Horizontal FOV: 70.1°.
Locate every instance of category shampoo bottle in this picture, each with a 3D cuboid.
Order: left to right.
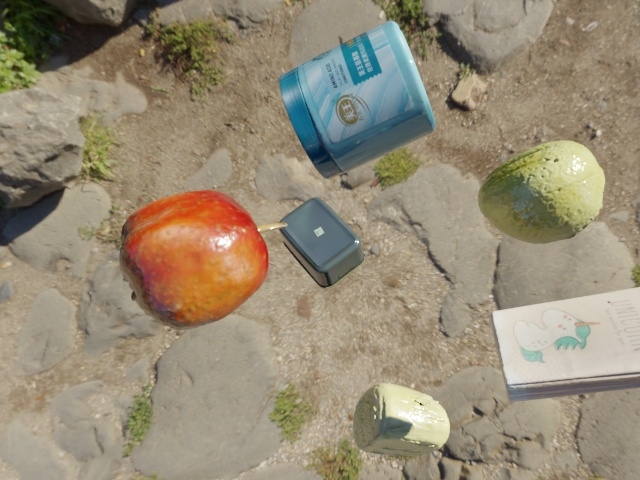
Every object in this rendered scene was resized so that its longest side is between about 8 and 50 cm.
[{"bbox_3d":[0.112,-0.388,1.291,0.343,0.331,0.331,-21,84,15],"label":"shampoo bottle"}]

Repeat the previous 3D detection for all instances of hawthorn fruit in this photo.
[{"bbox_3d":[-0.218,0.024,0.901,0.330,0.287,0.287,-23,83,-15],"label":"hawthorn fruit"}]

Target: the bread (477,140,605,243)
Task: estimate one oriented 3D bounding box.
[{"bbox_3d":[0.612,-0.142,1.287,0.237,0.320,0.320,42,90,-20],"label":"bread"}]

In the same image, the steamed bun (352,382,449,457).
[{"bbox_3d":[0.217,0.493,1.258,0.232,0.273,0.166,9,54,-10],"label":"steamed bun"}]

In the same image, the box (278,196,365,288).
[{"bbox_3d":[0.000,0.000,1.109,0.144,0.090,0.201,-36,61,-9],"label":"box"}]

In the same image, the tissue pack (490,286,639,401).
[{"bbox_3d":[0.478,0.176,0.794,0.326,0.170,0.071,-13,128,17],"label":"tissue pack"}]
